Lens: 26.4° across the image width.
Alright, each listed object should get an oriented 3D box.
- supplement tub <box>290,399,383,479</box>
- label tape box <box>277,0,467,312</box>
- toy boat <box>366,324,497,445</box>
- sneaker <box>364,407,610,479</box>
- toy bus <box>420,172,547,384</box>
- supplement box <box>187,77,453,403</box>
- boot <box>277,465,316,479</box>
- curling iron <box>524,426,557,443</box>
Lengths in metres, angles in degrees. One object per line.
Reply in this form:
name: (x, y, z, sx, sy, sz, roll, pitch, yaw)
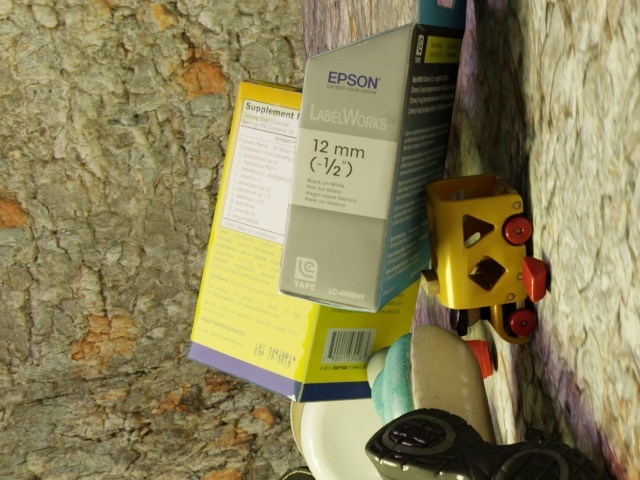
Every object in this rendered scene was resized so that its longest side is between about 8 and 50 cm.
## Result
supplement tub: (0.075, 0.252, 1.924, 0.316, 0.228, 0.228, 168, 95, -85)
label tape box: (0.060, -0.122, 1.395, 0.249, 0.115, 0.348, -25, -58, -72)
toy boat: (0.117, 0.200, 1.498, 0.318, 0.148, 0.267, -76, -25, -68)
sneaker: (0.166, 0.246, 1.235, 0.286, 0.109, 0.130, 18, 131, 51)
toy bus: (0.157, 0.031, 1.395, 0.191, 0.104, 0.202, 92, 170, -62)
supplement box: (0.000, 0.000, 1.670, 0.194, 0.195, 0.356, 17, 98, 39)
boot: (0.049, 0.444, 2.001, 0.377, 0.138, 0.284, 44, 173, 26)
curling iron: (0.219, 0.254, 1.443, 0.274, 0.035, 0.068, 83, -160, -70)
